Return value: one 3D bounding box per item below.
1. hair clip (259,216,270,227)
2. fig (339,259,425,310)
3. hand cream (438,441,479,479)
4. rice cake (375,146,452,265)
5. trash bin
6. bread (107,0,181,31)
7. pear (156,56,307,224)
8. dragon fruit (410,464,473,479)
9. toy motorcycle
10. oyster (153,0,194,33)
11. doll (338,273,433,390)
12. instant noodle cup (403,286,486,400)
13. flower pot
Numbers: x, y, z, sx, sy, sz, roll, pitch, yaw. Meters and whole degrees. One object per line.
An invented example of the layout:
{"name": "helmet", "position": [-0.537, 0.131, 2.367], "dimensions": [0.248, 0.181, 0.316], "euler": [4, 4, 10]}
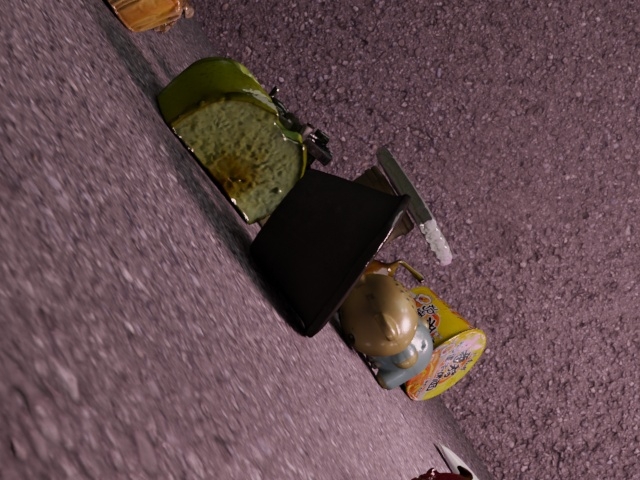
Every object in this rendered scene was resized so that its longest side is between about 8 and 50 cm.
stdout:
{"name": "hair clip", "position": [-0.096, -0.082, 1.814], "dimensions": [0.159, 0.071, 0.219], "euler": [-17, 86, -66]}
{"name": "fig", "position": [0.108, 0.097, 2.178], "dimensions": [0.148, 0.186, 0.142], "euler": [50, 18, 17]}
{"name": "hand cream", "position": [0.348, 0.568, 2.320], "dimensions": [0.205, 0.050, 0.078], "euler": [53, 4, 25]}
{"name": "rice cake", "position": [0.185, -0.066, 1.887], "dimensions": [0.189, 0.037, 0.198], "euler": [54, 7, -50]}
{"name": "trash bin", "position": [0.051, -0.028, 1.979], "dimensions": [0.121, 0.247, 0.243], "euler": [56, 3, -16]}
{"name": "bread", "position": [-0.366, -0.513, 1.756], "dimensions": [0.288, 0.119, 0.152], "euler": [58, 0, 23]}
{"name": "pear", "position": [-0.147, -0.200, 1.633], "dimensions": [0.292, 0.159, 0.292], "euler": [54, 2, -3]}
{"name": "dragon fruit", "position": [0.160, 0.353, 1.173], "dimensions": [0.133, 0.136, 0.166], "euler": [47, -25, 50]}
{"name": "toy motorcycle", "position": [-0.097, -0.177, 1.925], "dimensions": [0.275, 0.205, 0.127], "euler": [37, 11, -11]}
{"name": "oyster", "position": [-0.387, -0.594, 2.260], "dimensions": [0.204, 0.111, 0.396], "euler": [53, 8, -12]}
{"name": "doll", "position": [0.132, 0.177, 1.987], "dimensions": [0.177, 0.161, 0.261], "euler": [61, 4, 37]}
{"name": "instant noodle cup", "position": [0.274, 0.259, 2.529], "dimensions": [0.200, 0.264, 0.264], "euler": [51, 0, 33]}
{"name": "flower pot", "position": [0.000, 0.000, 1.484], "dimensions": [0.166, 0.269, 0.269], "euler": [34, 4, 0]}
